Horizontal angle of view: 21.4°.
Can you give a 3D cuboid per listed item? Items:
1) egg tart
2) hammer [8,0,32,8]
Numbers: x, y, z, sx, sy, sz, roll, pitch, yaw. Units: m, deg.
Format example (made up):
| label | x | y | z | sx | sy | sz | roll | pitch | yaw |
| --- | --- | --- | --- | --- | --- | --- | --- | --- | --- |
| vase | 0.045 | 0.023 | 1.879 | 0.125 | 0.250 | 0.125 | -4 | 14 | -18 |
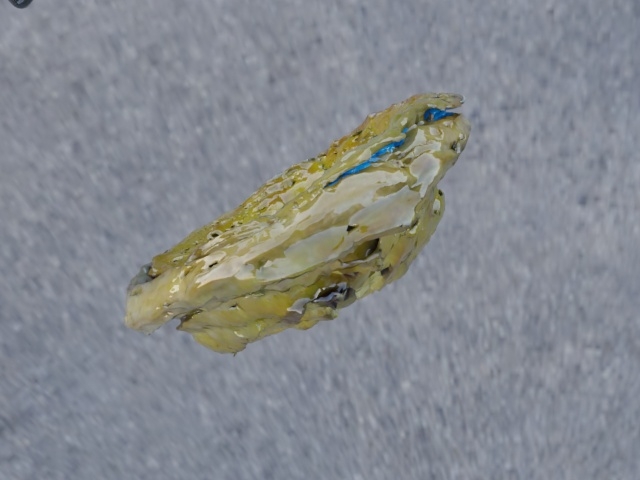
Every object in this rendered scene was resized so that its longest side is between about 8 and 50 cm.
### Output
| label | x | y | z | sx | sy | sz | roll | pitch | yaw |
| --- | --- | --- | --- | --- | --- | --- | --- | --- | --- |
| egg tart | 0.000 | 0.000 | 1.192 | 0.291 | 0.291 | 0.107 | -32 | 97 | -6 |
| hammer | -0.228 | -0.272 | 1.547 | 0.033 | 0.288 | 0.111 | 33 | 63 | -20 |
